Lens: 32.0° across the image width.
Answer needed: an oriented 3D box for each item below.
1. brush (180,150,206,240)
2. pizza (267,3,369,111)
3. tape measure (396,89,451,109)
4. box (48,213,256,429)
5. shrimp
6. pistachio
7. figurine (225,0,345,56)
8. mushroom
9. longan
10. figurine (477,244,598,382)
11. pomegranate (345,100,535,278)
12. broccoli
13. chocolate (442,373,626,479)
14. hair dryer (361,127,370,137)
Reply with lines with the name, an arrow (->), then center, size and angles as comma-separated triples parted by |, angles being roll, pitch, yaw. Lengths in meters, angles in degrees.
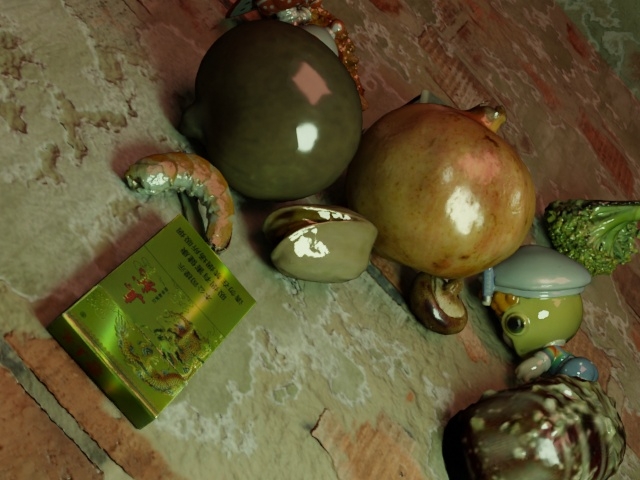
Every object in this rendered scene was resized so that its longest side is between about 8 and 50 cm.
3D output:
brush -> -0.189, -0.058, 1.670 | 0.033, 0.030, 0.178 | 28, 38, -50
pizza -> 0.005, -0.392, 2.201 | 0.335, 0.086, 0.226 | 55, 33, 8
tape measure -> 0.252, -0.138, 2.214 | 0.259, 0.138, 0.262 | 32, 37, -27
box -> -0.210, 0.097, 1.472 | 0.173, 0.043, 0.311 | 50, 32, -5
shrimp -> -0.200, -0.049, 1.618 | 0.161, 0.049, 0.166 | -7, 76, -34
pistachio -> 0.000, 0.000, 1.760 | 0.206, 0.131, 0.129 | 8, 44, -44
figurine -> -0.034, -0.354, 2.026 | 0.184, 0.160, 0.226 | -23, 89, -21
mushroom -> 0.209, 0.108, 1.958 | 0.127, 0.087, 0.127 | 35, 31, -25
longan -> -0.076, -0.207, 1.772 | 0.300, 0.243, 0.300 | 4, 62, -8
figurine -> 0.452, 0.180, 2.100 | 0.225, 0.205, 0.381 | -3, 63, -60
pomegranate -> 0.210, -0.100, 1.914 | 0.338, 0.338, 0.338 | 33, 37, -29
broccoli -> 0.635, -0.004, 2.503 | 0.242, 0.273, 0.180 | -4, 95, -52
chocolate -> 0.374, 0.328, 1.837 | 0.340, 0.210, 0.225 | 0, 61, -52
hair dryer -> 0.117, -0.165, 2.082 | 0.044, 0.155, 0.183 | 60, 43, -23
